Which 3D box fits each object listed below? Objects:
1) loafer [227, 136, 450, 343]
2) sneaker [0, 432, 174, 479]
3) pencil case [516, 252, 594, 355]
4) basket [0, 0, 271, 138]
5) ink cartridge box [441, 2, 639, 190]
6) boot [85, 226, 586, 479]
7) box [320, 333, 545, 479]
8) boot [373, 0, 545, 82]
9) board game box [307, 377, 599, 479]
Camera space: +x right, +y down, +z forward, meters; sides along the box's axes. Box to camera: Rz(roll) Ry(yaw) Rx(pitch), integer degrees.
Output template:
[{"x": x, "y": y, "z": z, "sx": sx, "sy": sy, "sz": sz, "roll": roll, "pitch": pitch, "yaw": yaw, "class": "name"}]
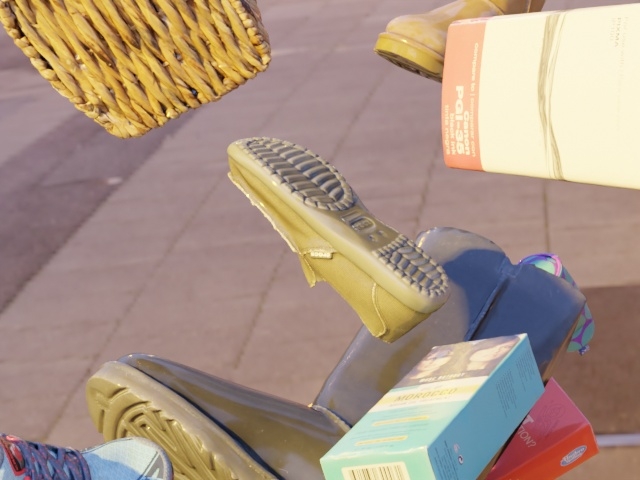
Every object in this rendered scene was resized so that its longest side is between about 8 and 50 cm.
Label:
[{"x": 0.000, "y": 0.000, "z": 1.250, "sx": 0.251, "sy": 0.087, "sz": 0.094, "roll": 43, "pitch": 31, "yaw": 23, "class": "loafer"}, {"x": -0.206, "y": 0.186, "z": 0.968, "sx": 0.262, "sy": 0.125, "sz": 0.104, "roll": -20, "pitch": 44, "yaw": -38, "class": "sneaker"}, {"x": 0.286, "y": 0.079, "z": 1.711, "sx": 0.070, "sy": 0.151, "sz": 0.064, "roll": -44, "pitch": 45, "yaw": -8, "class": "pencil case"}, {"x": -0.205, "y": -0.272, "z": 1.366, "sx": 0.213, "sy": 0.299, "sz": 0.223, "roll": -28, "pitch": 25, "yaw": 6, "class": "basket"}, {"x": 0.236, "y": -0.095, "z": 0.955, "sx": 0.207, "sy": 0.117, "sz": 0.283, "roll": 1, "pitch": 6, "yaw": -21, "class": "ink cartridge box"}, {"x": 0.033, "y": 0.121, "z": 1.421, "sx": 0.367, "sy": 0.146, "sz": 0.445, "roll": 37, "pitch": 53, "yaw": 4, "class": "boot"}, {"x": 0.102, "y": 0.155, "z": 1.191, "sx": 0.101, "sy": 0.060, "sz": 0.244, "roll": -12, "pitch": 12, "yaw": 30, "class": "box"}, {"x": 0.158, "y": -0.270, "z": 1.271, "sx": 0.089, "sy": 0.269, "sz": 0.236, "roll": 24, "pitch": 9, "yaw": 25, "class": "boot"}, {"x": 0.133, "y": 0.238, "z": 1.677, "sx": 0.316, "sy": 0.064, "sz": 0.242, "roll": -31, "pitch": 45, "yaw": -6, "class": "board game box"}]
